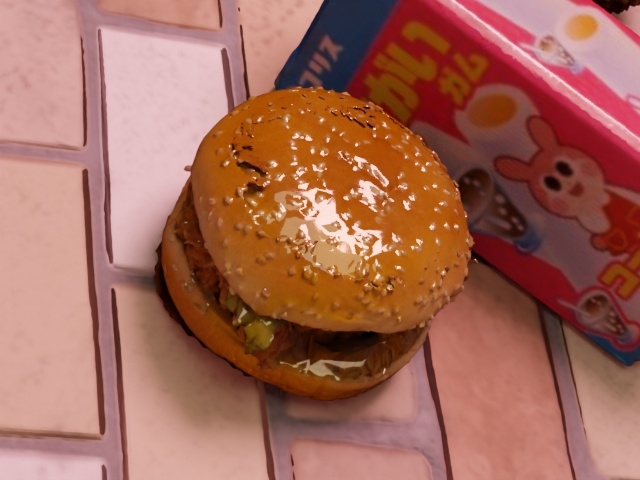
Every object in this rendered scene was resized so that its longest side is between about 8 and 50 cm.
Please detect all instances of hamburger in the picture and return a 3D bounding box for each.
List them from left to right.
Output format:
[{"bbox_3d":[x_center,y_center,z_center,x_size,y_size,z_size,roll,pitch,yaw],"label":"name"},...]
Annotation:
[{"bbox_3d":[0.007,-0.003,1.055,0.191,0.118,0.182,11,56,-24],"label":"hamburger"}]

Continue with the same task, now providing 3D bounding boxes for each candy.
[{"bbox_3d":[0.133,-0.074,1.135,0.306,0.157,0.100,36,49,4],"label":"candy"}]

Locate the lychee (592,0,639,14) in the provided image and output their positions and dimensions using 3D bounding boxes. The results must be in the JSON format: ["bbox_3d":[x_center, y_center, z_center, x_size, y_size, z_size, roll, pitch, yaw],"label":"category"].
[{"bbox_3d":[0.186,-0.244,1.275,0.188,0.188,0.188,13,52,-17],"label":"lychee"}]
